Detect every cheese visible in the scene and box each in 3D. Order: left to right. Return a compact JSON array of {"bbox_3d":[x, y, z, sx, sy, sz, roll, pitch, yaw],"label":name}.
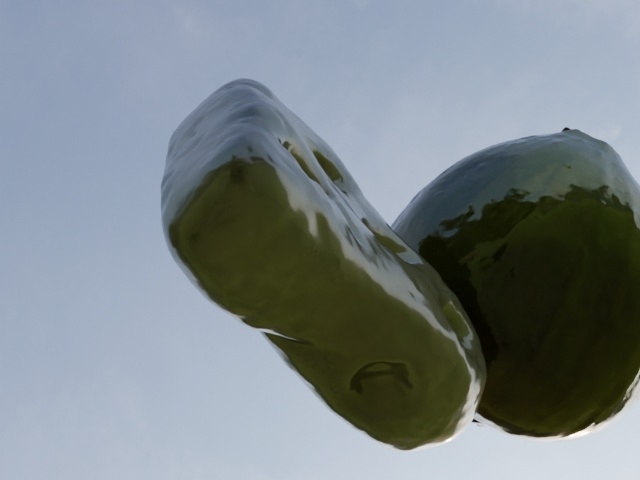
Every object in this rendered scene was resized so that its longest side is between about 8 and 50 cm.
[{"bbox_3d":[0.000,0.000,0.750,0.130,0.328,0.351,-39,-59,13],"label":"cheese"}]

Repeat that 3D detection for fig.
[{"bbox_3d":[0.232,0.045,0.909,0.344,0.343,0.343,-4,-68,-10],"label":"fig"}]
